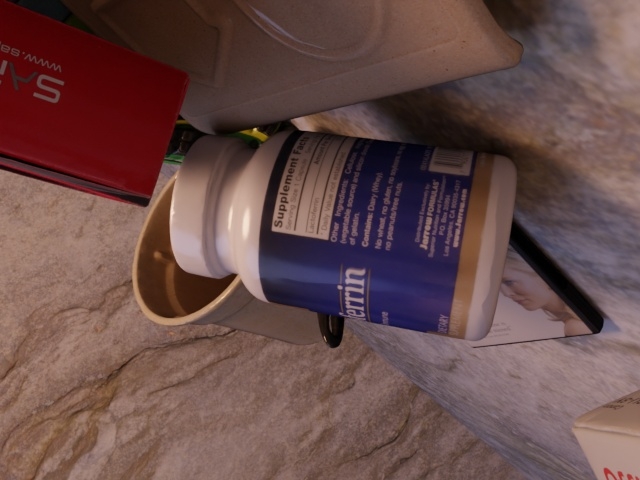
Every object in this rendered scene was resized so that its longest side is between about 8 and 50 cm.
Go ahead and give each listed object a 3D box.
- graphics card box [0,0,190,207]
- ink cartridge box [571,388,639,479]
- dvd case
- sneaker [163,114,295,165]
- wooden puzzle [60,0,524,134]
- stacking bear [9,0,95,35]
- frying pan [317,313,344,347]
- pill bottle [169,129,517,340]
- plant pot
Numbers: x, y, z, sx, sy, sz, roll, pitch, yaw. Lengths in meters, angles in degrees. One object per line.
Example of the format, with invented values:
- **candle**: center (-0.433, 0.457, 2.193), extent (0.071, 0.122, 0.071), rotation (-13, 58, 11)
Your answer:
- **graphics card box**: center (-0.256, -0.120, 0.492), extent (0.233, 0.094, 0.371), rotation (17, -178, -25)
- **ink cartridge box**: center (0.350, 0.260, 0.383), extent (0.279, 0.161, 0.384), rotation (91, 155, -77)
- **dvd case**: center (0.154, 0.027, 0.707), extent (0.253, 0.022, 0.180), rotation (43, 148, -18)
- **sneaker**: center (-0.210, -0.155, 0.865), extent (0.344, 0.134, 0.146), rotation (19, -177, -23)
- **wooden puzzle**: center (-0.086, -0.205, 0.402), extent (0.348, 0.080, 0.322), rotation (39, 157, -33)
- **stacking bear**: center (-0.188, -0.230, 0.622), extent (0.289, 0.175, 0.164), rotation (32, -158, -38)
- **frying pan**: center (0.018, 0.008, 0.749), extent (0.197, 0.053, 0.326), rotation (28, -143, -44)
- **pill bottle**: center (0.019, -0.012, 0.556), extent (0.265, 0.153, 0.153), rotation (9, 162, 13)
- **plant pot**: center (-0.103, 0.037, 1.163), extent (0.305, 0.333, 0.334), rotation (33, 178, -43)
